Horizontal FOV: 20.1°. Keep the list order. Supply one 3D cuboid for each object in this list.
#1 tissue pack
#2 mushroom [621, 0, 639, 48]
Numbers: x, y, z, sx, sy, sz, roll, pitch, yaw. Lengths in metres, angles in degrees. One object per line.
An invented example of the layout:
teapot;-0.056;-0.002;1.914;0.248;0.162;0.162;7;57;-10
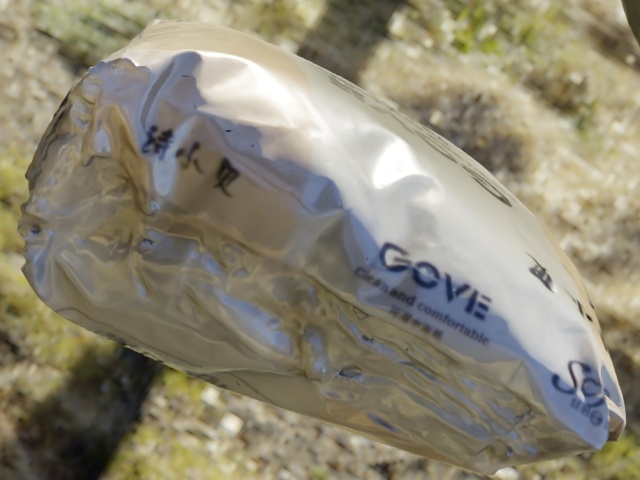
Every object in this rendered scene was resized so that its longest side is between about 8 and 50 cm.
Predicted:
tissue pack;0.000;0.000;1.161;0.375;0.195;0.390;26;12;-9
mushroom;0.123;-0.052;0.286;0.103;0.118;0.270;5;2;-10
